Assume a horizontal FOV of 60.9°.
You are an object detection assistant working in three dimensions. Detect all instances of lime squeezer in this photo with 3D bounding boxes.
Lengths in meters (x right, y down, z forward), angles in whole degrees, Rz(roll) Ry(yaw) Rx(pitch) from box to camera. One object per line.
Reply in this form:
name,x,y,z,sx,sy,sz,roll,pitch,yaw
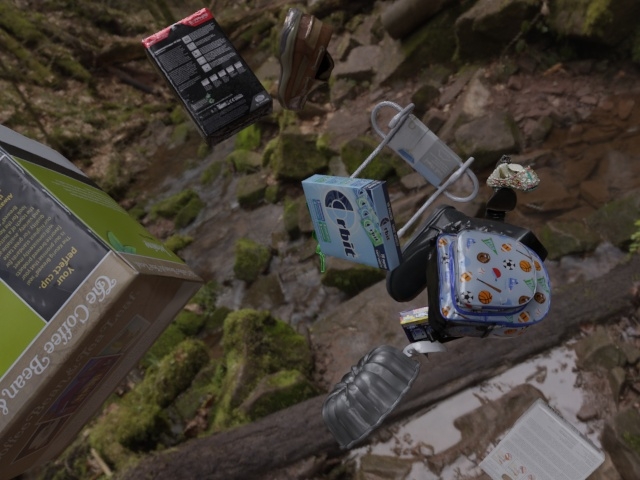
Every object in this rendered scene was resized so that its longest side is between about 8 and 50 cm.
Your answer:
lime squeezer,0.000,0.000,2.181,0.059,0.110,0.310,-11,67,-2

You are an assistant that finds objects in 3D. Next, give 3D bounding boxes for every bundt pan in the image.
bundt pan,0.127,0.422,1.541,0.331,0.124,0.331,-45,-5,-5

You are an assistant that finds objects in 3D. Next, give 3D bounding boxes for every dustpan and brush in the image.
dustpan and brush,0.296,0.338,1.640,0.147,0.211,0.060,-19,54,20

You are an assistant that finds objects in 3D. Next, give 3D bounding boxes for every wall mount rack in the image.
wall mount rack,0.219,-0.175,1.414,0.130,0.350,0.304,-43,-6,-39

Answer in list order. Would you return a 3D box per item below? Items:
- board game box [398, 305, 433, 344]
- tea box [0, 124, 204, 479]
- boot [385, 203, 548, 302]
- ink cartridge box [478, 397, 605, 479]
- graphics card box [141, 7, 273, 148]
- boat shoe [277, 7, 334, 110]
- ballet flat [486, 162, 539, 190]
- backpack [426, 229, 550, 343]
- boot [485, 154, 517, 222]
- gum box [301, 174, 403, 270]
board game box,0.344,0.259,1.689,0.170,0.141,0.048,-15,45,14
tea box,-0.393,0.071,0.678,0.324,0.220,0.329,40,89,10
boot,0.400,0.090,1.600,0.366,0.146,0.445,-60,26,4
ink cartridge box,0.521,0.519,1.294,0.181,0.056,0.224,42,111,20
graphics card box,-0.335,-0.488,1.631,0.233,0.370,0.094,-34,-10,-13
boat shoe,-0.031,-0.387,1.243,0.117,0.324,0.123,13,76,0
ballet flat,0.593,-0.204,1.695,0.091,0.077,0.241,-28,14,-11
backpack,0.394,0.102,1.271,0.264,0.213,0.276,8,67,-7
boot,0.634,-0.198,1.909,0.091,0.263,0.228,12,71,8
gum box,0.055,-0.036,0.986,0.041,0.156,0.184,-32,28,-33
